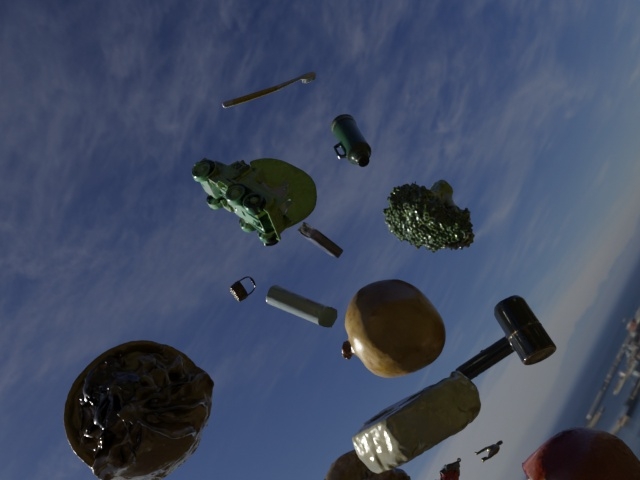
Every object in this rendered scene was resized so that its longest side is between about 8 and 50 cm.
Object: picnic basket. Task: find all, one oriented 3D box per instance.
[{"bbox_3d":[-0.258,0.161,1.757,0.083,0.072,0.072,-33,-39,-21],"label":"picnic basket"}]

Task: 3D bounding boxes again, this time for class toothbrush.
[{"bbox_3d":[-0.147,-0.435,1.512,0.288,0.021,0.024,-21,-30,-7],"label":"toothbrush"}]

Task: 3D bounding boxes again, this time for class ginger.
[{"bbox_3d":[0.158,0.745,1.559,0.245,0.304,0.155,-24,-75,-26],"label":"ginger"}]

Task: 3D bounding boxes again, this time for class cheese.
[{"bbox_3d":[0.230,0.426,1.238,0.318,0.115,0.326,-33,-15,4],"label":"cheese"}]

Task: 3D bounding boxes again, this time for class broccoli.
[{"bbox_3d":[0.411,-0.082,1.944,0.272,0.324,0.334,-28,-20,-15],"label":"broccoli"}]

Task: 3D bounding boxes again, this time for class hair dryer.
[{"bbox_3d":[0.503,0.330,1.562,0.107,0.189,0.352,22,-54,-43],"label":"hair dryer"}]

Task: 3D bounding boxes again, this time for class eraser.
[{"bbox_3d":[-0.066,0.242,1.917,0.081,0.227,0.174,-68,-23,-7],"label":"eraser"}]

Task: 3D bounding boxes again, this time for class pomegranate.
[{"bbox_3d":[0.217,0.254,1.509,0.307,0.307,0.307,-38,-38,-38],"label":"pomegranate"}]

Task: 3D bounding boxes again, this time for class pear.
[{"bbox_3d":[-0.134,-0.169,1.985,0.139,0.239,0.288,97,161,-77],"label":"pear"}]

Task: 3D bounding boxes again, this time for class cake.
[{"bbox_3d":[-0.412,0.366,1.177,0.332,0.332,0.321,-41,-15,-34],"label":"cake"}]

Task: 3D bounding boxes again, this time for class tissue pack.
[{"bbox_3d":[0.000,0.000,1.936,0.156,0.112,0.051,37,-95,-35],"label":"tissue pack"}]

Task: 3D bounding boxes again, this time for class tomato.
[{"bbox_3d":[0.600,0.501,1.142,0.170,0.309,0.309,-64,-29,-4],"label":"tomato"}]

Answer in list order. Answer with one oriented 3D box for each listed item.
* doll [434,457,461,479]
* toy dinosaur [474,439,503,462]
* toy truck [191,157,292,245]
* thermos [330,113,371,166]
[{"bbox_3d":[0.294,0.544,1.193,0.114,0.057,0.039,-62,-21,10],"label":"doll"},{"bbox_3d":[0.637,0.765,1.903,0.126,0.039,0.162,-25,-18,-12],"label":"toy dinosaur"},{"bbox_3d":[-0.166,-0.110,1.181,0.135,0.259,0.128,-49,-34,-22],"label":"toy truck"},{"bbox_3d":[0.085,-0.269,1.422,0.083,0.187,0.073,5,-51,-25],"label":"thermos"}]
